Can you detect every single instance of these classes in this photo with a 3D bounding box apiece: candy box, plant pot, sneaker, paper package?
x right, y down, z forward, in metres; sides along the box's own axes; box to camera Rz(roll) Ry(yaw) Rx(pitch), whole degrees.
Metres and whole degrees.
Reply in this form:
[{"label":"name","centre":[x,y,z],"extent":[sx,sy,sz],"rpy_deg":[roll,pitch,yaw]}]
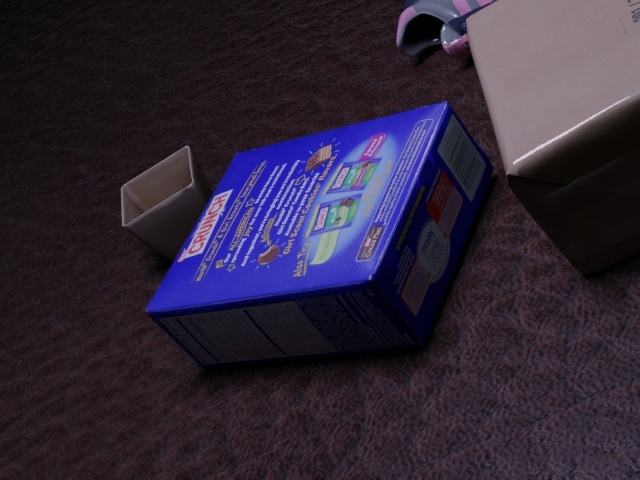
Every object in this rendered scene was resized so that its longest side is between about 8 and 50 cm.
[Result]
[{"label":"candy box","centre":[0.000,0.000,1.542],"extent":[0.317,0.122,0.268],"rpy_deg":[-8,42,38]},{"label":"plant pot","centre":[-0.188,-0.038,1.812],"extent":[0.109,0.096,0.109],"rpy_deg":[-30,31,9]},{"label":"sneaker","centre":[0.223,-0.283,1.744],"extent":[0.319,0.112,0.131],"rpy_deg":[7,68,53]},{"label":"paper package","centre":[0.325,-0.164,1.389],"extent":[0.309,0.168,0.325],"rpy_deg":[-27,32,16]}]
